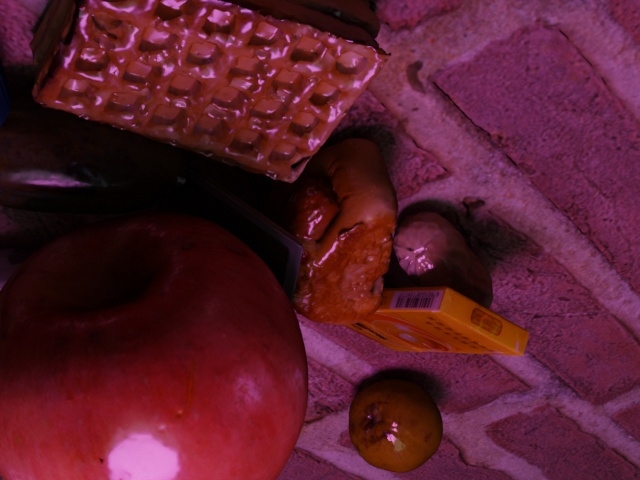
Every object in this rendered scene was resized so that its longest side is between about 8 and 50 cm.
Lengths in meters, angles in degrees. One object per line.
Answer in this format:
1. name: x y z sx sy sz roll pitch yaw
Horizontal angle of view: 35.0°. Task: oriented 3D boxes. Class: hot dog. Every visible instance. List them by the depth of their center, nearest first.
1. hot dog: 0.000 0.000 1.230 0.153 0.150 0.257 -10 143 -13

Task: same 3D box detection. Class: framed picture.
1. framed picture: -0.124 0.033 1.236 0.232 0.019 0.296 35 143 17

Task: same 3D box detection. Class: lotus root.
1. lotus root: -0.263 -0.092 1.081 0.240 0.123 0.124 3 165 -19

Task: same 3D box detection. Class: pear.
1. pear: 0.119 0.295 1.617 0.148 0.149 0.162 -24 143 20

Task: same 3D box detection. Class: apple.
1. apple: -0.187 0.157 1.097 0.363 0.364 0.364 -5 142 -4

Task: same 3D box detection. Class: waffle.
1. waffle: -0.112 -0.188 1.009 0.307 0.091 0.213 14 137 -27

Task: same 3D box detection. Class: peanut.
1. peanut: 0.168 0.040 1.340 0.090 0.099 0.214 -44 137 4

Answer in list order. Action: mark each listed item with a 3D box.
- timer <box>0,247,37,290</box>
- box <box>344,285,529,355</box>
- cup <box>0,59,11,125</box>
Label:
1. timer: -0.342 0.095 1.332 0.261 0.087 0.237 -3 142 -6
2. box: 0.130 0.108 1.351 0.152 0.044 0.269 30 162 -29
3. cup: -0.386 -0.179 0.961 0.176 0.131 0.155 18 149 16
